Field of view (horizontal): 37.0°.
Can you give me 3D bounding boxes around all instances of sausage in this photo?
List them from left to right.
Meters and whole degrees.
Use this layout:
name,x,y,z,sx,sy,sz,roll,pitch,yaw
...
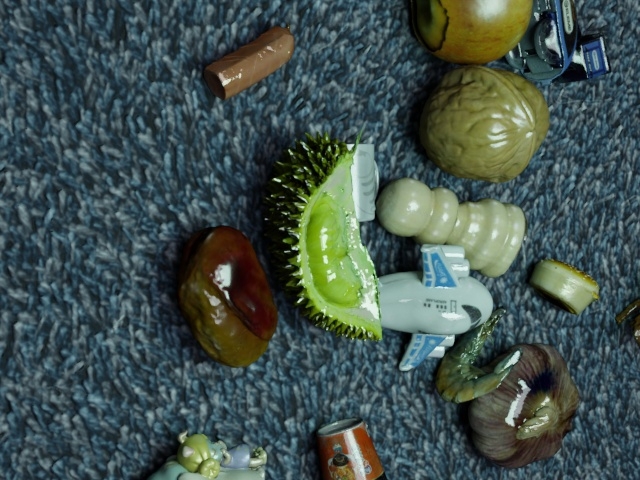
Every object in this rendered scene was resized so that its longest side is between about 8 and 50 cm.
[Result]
name,x,y,z,sx,sy,sz,roll,pitch,yaw
sausage,-0.106,-0.293,1.550,0.169,0.065,0.065,-35,107,-21

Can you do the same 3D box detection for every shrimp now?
name,x,y,z,sx,sy,sz,roll,pitch,yaw
shrimp,0.298,0.208,1.735,0.051,0.150,0.217,49,67,-30

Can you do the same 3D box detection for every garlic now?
name,x,y,z,sx,sy,sz,roll,pitch,yaw
garlic,0.385,0.310,1.770,0.245,0.160,0.245,-5,100,-31

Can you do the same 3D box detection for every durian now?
name,x,y,z,sx,sy,sz,roll,pitch,yaw
durian,0.000,0.000,1.550,0.169,0.158,0.352,-12,101,-13

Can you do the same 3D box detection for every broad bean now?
name,x,y,z,sx,sy,sz,roll,pitch,yaw
broad bean,-0.149,0.089,1.519,0.156,0.122,0.229,-36,116,-47

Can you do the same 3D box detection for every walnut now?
name,x,y,z,sx,sy,sz,roll,pitch,yaw
walnut,0.287,-0.201,1.661,0.228,0.228,0.228,-2,94,-27

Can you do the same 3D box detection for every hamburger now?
name,x,y,z,sx,sy,sz,roll,pitch,yaw
hamburger,0.469,0.085,1.825,0.141,0.126,0.081,37,87,-19

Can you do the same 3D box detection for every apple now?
name,x,y,z,sx,sy,sz,roll,pitch,yaw
apple,0.250,-0.423,1.638,0.207,0.237,0.237,1,93,-4

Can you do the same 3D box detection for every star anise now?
name,x,y,z,sx,sy,sz,roll,pitch,yaw
star anise,0.699,0.129,1.946,0.212,0.111,0.196,-13,133,-45

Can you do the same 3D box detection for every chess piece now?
name,x,y,z,sx,sy,sz,roll,pitch,yaw
chess piece,0.222,-0.038,1.697,0.260,0.142,0.143,20,84,-20

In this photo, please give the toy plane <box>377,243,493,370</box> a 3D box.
name,x,y,z,sx,sy,sz,roll,pitch,yaw
toy plane,0.172,0.114,1.661,0.266,0.123,0.267,-5,125,-7

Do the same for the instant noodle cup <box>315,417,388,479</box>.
name,x,y,z,sx,sy,sz,roll,pitch,yaw
instant noodle cup,0.051,0.383,1.642,0.127,0.127,0.136,-16,92,-25

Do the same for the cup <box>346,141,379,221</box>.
name,x,y,z,sx,sy,sz,roll,pitch,yaw
cup,0.059,-0.100,1.621,0.136,0.099,0.133,-3,94,-26

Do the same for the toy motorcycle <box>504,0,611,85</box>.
name,x,y,z,sx,sy,sz,roll,pitch,yaw
toy motorcycle,0.424,-0.463,1.776,0.212,0.125,0.359,-23,106,-33

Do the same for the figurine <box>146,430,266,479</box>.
name,x,y,z,sx,sy,sz,roll,pitch,yaw
figurine,-0.211,0.386,1.504,0.235,0.127,0.155,12,106,-24
